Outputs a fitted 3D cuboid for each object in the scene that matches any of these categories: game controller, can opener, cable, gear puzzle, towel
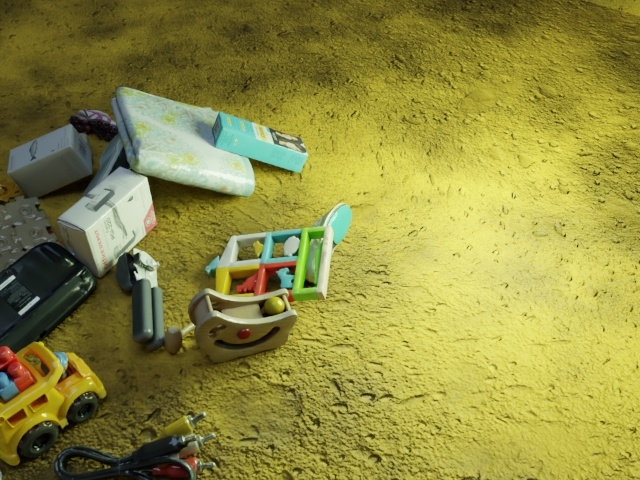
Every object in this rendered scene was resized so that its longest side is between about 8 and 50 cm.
[{"bbox_3d":[-0.635,0.136,1.510,0.166,0.067,0.319,37,51,5],"label":"game controller"},{"bbox_3d":[-0.392,0.128,1.559,0.093,0.074,0.280,-35,43,13],"label":"can opener"},{"bbox_3d":[-0.331,0.411,1.283,0.287,0.072,0.139,-16,62,0],"label":"cable"},{"bbox_3d":[-0.739,-0.025,1.690,0.175,0.044,0.339,-19,56,-29],"label":"gear puzzle"},{"bbox_3d":[-0.365,-0.257,1.846,0.320,0.090,0.374,8,33,-33],"label":"towel"}]

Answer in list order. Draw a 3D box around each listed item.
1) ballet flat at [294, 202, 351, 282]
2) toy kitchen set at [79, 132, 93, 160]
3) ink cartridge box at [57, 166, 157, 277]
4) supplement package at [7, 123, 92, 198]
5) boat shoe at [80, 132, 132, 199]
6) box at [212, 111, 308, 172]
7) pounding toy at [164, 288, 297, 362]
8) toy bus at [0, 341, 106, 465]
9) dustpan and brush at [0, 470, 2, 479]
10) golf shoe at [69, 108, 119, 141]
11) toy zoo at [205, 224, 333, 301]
[{"bbox_3d":[0.000,0.000,1.681,0.086,0.086,0.248,14,46,14],"label":"ballet flat"},{"bbox_3d":[-0.668,-0.245,1.936,0.075,0.083,0.068,-15,87,-15],"label":"toy kitchen set"},{"bbox_3d":[-0.494,-0.044,1.657,0.092,0.158,0.218,22,48,21],"label":"ink cartridge box"},{"bbox_3d":[-0.696,-0.202,1.825,0.179,0.105,0.105,-23,46,3],"label":"supplement package"},{"bbox_3d":[-0.530,-0.159,1.818,0.114,0.091,0.302,-28,36,37],"label":"boat shoe"},{"bbox_3d":[-0.161,-0.260,1.877,0.244,0.060,0.100,14,31,-24],"label":"box"},{"bbox_3d":[-0.197,0.145,1.468,0.269,0.154,0.155,-13,46,-14],"label":"pounding toy"},{"bbox_3d":[-0.532,0.263,1.303,0.149,0.211,0.220,32,50,30],"label":"toy bus"},{"bbox_3d":[-0.667,0.368,1.222,0.211,0.060,0.147,24,7,9],"label":"dustpan and brush"},{"bbox_3d":[-0.626,-0.341,2.031,0.186,0.067,0.086,20,46,19],"label":"golf shoe"},{"bbox_3d":[-0.122,0.060,1.596,0.293,0.030,0.192,-7,48,16],"label":"toy zoo"}]
